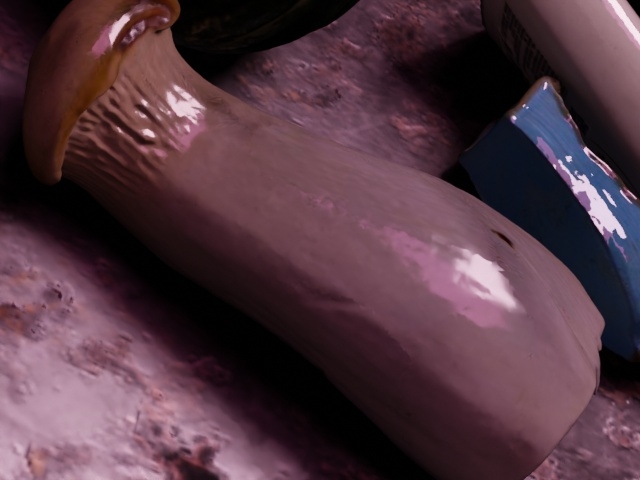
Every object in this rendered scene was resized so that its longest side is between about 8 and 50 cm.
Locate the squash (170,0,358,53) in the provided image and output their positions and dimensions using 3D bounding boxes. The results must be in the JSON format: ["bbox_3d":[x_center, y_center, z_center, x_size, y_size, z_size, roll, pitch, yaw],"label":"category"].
[{"bbox_3d":[-0.053,-0.199,0.996,0.218,0.172,0.218,24,36,-19],"label":"squash"}]

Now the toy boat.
[{"bbox_3d":[0.159,-0.005,1.063,0.077,0.075,0.185,-25,75,-39],"label":"toy boat"}]

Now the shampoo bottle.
[{"bbox_3d":[0.200,-0.052,1.099,0.284,0.071,0.153,52,-3,10],"label":"shampoo bottle"}]

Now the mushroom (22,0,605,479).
[{"bbox_3d":[0.000,0.000,0.924,0.329,0.122,0.159,35,4,-9],"label":"mushroom"}]
